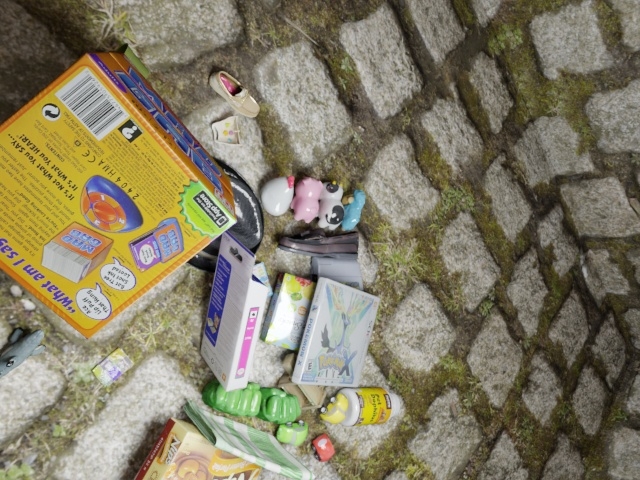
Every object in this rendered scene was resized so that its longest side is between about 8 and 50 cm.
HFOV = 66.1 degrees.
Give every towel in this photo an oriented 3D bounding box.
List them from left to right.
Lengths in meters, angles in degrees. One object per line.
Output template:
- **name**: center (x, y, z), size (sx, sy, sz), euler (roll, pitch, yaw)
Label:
- **towel**: center (-0.500, 0.306, 1.188), size (0.083, 0.009, 0.060), euler (-41, 112, -32)
- **towel**: center (-0.186, 0.519, 1.270), size (0.325, 0.248, 0.038), euler (39, 75, -31)

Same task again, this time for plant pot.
- **plant pot**: center (-0.472, -0.427, 1.215), size (0.079, 0.083, 0.083), euler (41, 64, -42)

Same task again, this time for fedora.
- **fedora**: center (-0.260, -0.071, 1.302), size (0.334, 0.152, 0.334), euler (2, 86, -37)

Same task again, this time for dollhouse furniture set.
- **dollhouse furniture set**: center (-0.059, 0.388, 1.490), size (0.182, 0.101, 0.161), euler (58, 33, -19)

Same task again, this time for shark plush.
- **shark plush**: center (-0.657, 0.248, 1.035), size (0.161, 0.067, 0.073), euler (-40, 111, -32)

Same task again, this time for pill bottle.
- **pill bottle**: center (0.156, 0.541, 1.606), size (0.215, 0.117, 0.117), euler (11, 81, -36)

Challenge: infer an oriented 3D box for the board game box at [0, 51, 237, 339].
- **board game box**: center (-0.423, -0.110, 0.973), size (0.356, 0.356, 0.356), euler (-38, 114, 3)

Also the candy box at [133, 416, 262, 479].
- **candy box**: center (-0.290, 0.577, 1.222), size (0.316, 0.087, 0.183), euler (45, 69, -46)

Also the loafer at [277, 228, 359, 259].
- **loafer**: center (0.000, 0.000, 1.515), size (0.302, 0.109, 0.095), euler (8, 96, -40)

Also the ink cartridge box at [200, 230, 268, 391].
- **ink cartridge box**: center (-0.215, 0.170, 1.222), size (0.069, 0.176, 0.371), euler (-2, 114, -36)

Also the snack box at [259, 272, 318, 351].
- **snack box**: center (-0.064, 0.218, 1.453), size (0.174, 0.070, 0.207), euler (18, 83, -20)

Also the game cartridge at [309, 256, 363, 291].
- **game cartridge**: center (0.054, 0.201, 1.590), size (0.196, 0.060, 0.294), euler (3, 86, -41)

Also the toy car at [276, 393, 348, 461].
- **toy car**: center (-0.024, 0.576, 1.467), size (0.225, 0.053, 0.239), euler (8, 104, -33)

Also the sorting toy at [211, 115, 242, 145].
- **sorting toy**: center (-0.266, -0.304, 1.382), size (0.075, 0.045, 0.083), euler (-10, 94, -30)

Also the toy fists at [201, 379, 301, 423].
- **toy fists**: center (-0.178, 0.439, 1.343), size (0.279, 0.142, 0.096), euler (27, 72, -34)

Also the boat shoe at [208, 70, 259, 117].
- **boat shoe**: center (-0.236, -0.415, 1.396), size (0.170, 0.059, 0.063), euler (34, 68, -31)

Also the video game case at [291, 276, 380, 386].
- **video game case**: center (0.059, 0.287, 1.480), size (0.329, 0.036, 0.300), euler (25, 77, -52)

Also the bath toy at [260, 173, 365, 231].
- **bath toy**: center (-0.020, -0.132, 1.500), size (0.348, 0.129, 0.151), euler (9, 46, -39)

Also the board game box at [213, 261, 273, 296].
- **board game box**: center (-0.217, 0.135, 1.401), size (0.154, 0.026, 0.103), euler (-22, 101, -36)
